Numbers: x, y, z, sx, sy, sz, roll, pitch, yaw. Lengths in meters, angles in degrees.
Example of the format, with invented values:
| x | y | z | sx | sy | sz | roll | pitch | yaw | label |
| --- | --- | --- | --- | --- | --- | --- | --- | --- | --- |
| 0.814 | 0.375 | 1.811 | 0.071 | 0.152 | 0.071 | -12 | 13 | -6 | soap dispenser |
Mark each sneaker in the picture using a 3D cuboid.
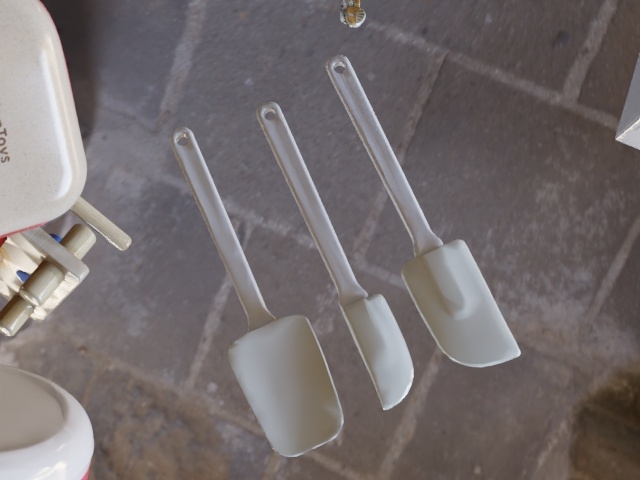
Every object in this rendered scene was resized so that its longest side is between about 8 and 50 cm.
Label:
| x | y | z | sx | sy | sz | roll | pitch | yaw | label |
| --- | --- | --- | --- | --- | --- | --- | --- | --- | --- |
| 0.047 | -0.336 | 1.568 | 0.031 | 0.083 | 0.037 | 13 | 128 | -13 | sneaker |

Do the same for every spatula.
| x | y | z | sx | sy | sz | roll | pitch | yaw | label |
| --- | --- | --- | --- | --- | --- | --- | --- | --- | --- |
| 0.000 | 0.000 | 0.673 | 0.168 | 0.019 | 0.242 | -24 | 71 | -3 | spatula |

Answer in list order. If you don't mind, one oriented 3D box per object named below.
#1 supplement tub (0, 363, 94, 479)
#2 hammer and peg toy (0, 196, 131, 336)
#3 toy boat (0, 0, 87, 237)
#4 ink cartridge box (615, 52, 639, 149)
| x | y | z | sx | sy | sz | roll | pitch | yaw | label |
| --- | --- | --- | --- | --- | --- | --- | --- | --- | --- |
| -0.278 | 0.241 | 0.761 | 0.191 | 0.191 | 0.272 | 14 | 105 | 8 | supplement tub |
| -0.420 | -0.009 | 1.372 | 0.266 | 0.127 | 0.361 | 41 | 149 | -11 | hammer and peg toy |
| -0.304 | -0.123 | 0.917 | 0.151 | 0.151 | 0.231 | -18 | 114 | -27 | toy boat |
| 0.617 | -0.215 | 1.621 | 0.232 | 0.168 | 0.171 | 21 | 70 | -3 | ink cartridge box |
